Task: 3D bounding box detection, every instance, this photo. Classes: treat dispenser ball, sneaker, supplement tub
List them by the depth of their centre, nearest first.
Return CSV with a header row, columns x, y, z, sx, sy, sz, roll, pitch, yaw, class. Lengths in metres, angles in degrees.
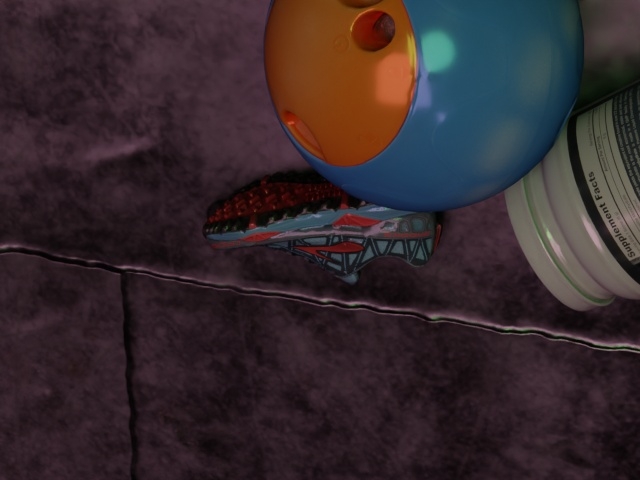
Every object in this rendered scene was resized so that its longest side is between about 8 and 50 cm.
x,y,z,sx,sy,sz,roll,pitch,yaw,class
0.091,-0.169,1.409,0.288,0.288,0.288,9,122,15,treat dispenser ball
0.327,-0.061,1.445,0.272,0.191,0.191,-27,108,31,supplement tub
0.000,0.000,1.655,0.261,0.104,0.125,-6,119,23,sneaker
